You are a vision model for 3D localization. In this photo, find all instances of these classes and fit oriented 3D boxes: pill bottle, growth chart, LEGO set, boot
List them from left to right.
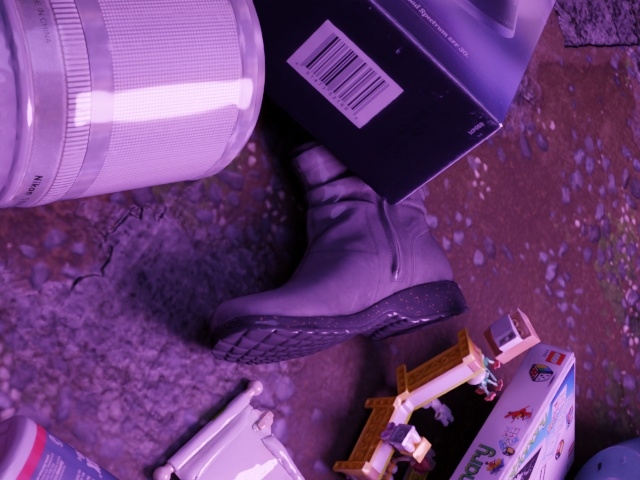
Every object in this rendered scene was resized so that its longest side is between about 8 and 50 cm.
[{"bbox_3d":[-0.204,0.233,0.827,0.180,0.108,0.108,42,56,-23],"label":"pill bottle"},{"bbox_3d":[-0.063,0.277,0.981,0.172,0.021,0.237,-34,99,-38],"label":"growth chart"},{"bbox_3d":[0.000,0.000,1.067,0.338,0.118,0.222,-5,74,-46],"label":"boot"},{"bbox_3d":[0.127,0.199,1.080,0.287,0.132,0.107,-48,115,-13],"label":"LEGO set"}]

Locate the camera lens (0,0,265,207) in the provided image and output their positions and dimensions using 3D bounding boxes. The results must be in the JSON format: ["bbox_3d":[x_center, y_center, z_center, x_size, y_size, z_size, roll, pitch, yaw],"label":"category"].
[{"bbox_3d":[-0.201,-0.147,0.860,0.274,0.219,0.219,-13,86,-40],"label":"camera lens"}]

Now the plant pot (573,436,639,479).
[{"bbox_3d":[0.420,0.358,1.178,0.235,0.293,0.293,21,65,-17],"label":"plant pot"}]

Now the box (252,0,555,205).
[{"bbox_3d":[0.070,-0.256,1.080,0.296,0.183,0.294,41,45,-12],"label":"box"}]

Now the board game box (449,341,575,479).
[{"bbox_3d":[0.193,0.280,1.099,0.305,0.053,0.193,-48,142,-36],"label":"board game box"}]
